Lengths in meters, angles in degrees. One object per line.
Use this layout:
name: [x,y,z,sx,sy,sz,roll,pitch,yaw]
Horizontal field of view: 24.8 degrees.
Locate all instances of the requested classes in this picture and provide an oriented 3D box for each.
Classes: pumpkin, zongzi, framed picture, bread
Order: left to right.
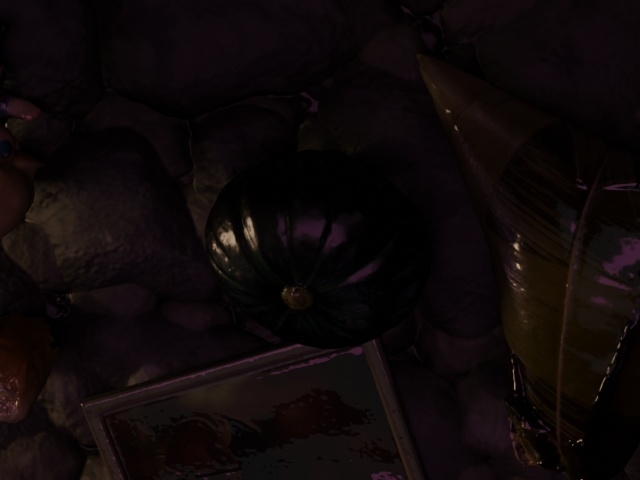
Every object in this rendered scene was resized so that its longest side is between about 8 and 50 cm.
bread: [-0.308,0.109,1.325,0.125,0.106,0.082,10,107,1]
framed picture: [-0.055,0.207,1.374,0.289,0.020,0.211,-16,104,9]
pumpkin: [-0.002,0.010,1.243,0.194,0.150,0.194,5,108,16]
zongzi: [0.171,0.027,1.254,0.317,0.154,0.289,30,112,17]

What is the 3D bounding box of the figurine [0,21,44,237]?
figurine: [-0.300,-0.095,1.274,0.108,0.114,0.196,13,97,27]
